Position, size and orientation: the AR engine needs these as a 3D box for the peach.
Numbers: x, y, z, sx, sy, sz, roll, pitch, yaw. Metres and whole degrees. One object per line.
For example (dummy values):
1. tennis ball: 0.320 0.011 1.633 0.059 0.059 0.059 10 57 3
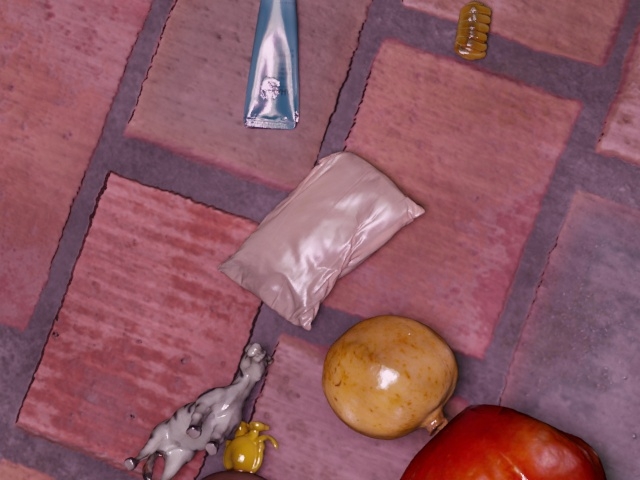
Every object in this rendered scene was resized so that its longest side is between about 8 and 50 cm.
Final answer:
1. peach: 0.218 0.385 1.789 0.281 0.281 0.338 27 86 12

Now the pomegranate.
1. pomegranate: 0.101 0.193 1.874 0.196 0.196 0.196 -1 83 10

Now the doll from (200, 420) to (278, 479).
1. doll: -0.107 0.351 1.937 0.145 0.096 0.188 24 78 37

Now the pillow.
1. pillow: 0.000 0.000 1.973 0.173 0.067 0.270 44 92 17

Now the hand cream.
1. hand cream: -0.069 -0.277 2.032 0.083 0.048 0.224 2 89 8

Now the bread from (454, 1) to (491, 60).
1. bread: 0.221 -0.304 1.984 0.049 0.033 0.088 11 85 5

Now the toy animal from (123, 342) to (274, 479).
1. toy animal: -0.160 0.256 1.924 0.255 0.170 0.090 -38 97 3
